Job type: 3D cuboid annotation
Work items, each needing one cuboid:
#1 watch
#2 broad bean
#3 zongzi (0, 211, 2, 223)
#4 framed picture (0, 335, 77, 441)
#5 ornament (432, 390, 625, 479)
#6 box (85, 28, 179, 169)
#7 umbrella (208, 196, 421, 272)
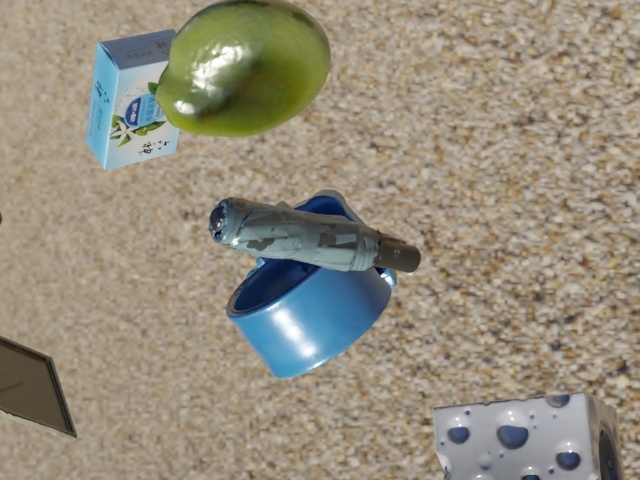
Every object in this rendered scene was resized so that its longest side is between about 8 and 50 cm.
[{"bbox_3d":[-0.047,0.093,1.749,0.305,0.241,0.274,-32,17,25],"label":"watch"},{"bbox_3d":[-0.126,-0.267,1.715,0.291,0.238,0.119,-23,39,11],"label":"broad bean"},{"bbox_3d":[-0.660,-0.025,1.641,0.260,0.289,0.123,-37,60,16],"label":"zongzi"},{"bbox_3d":[-0.572,0.244,1.979,0.016,0.289,0.213,-42,48,12],"label":"framed picture"},{"bbox_3d":[0.329,0.371,1.672,0.240,0.240,0.239,-9,72,23],"label":"ornament"},{"bbox_3d":[-0.310,-0.239,1.867,0.083,0.143,0.232,52,143,29],"label":"box"},{"bbox_3d":[0.001,0.001,1.127,0.052,0.250,0.053,-55,38,31],"label":"umbrella"}]
